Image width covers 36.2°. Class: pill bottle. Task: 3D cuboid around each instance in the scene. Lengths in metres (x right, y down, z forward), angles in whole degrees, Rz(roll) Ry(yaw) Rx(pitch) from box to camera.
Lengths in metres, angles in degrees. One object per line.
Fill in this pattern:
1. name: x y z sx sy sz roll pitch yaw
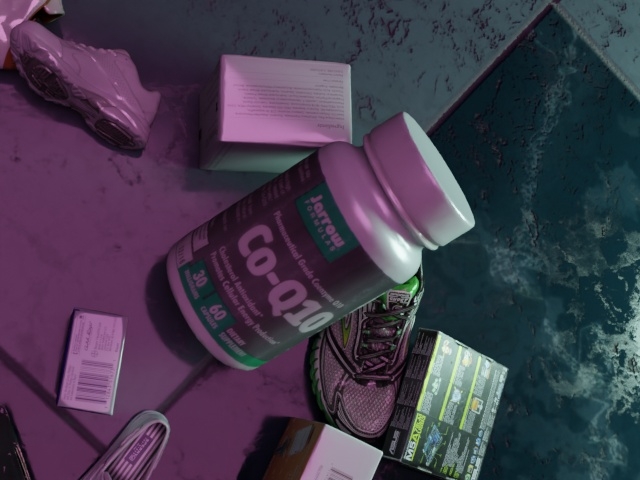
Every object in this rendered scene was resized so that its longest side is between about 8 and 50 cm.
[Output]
1. pill bottle: 0.000 0.000 1.264 0.361 0.204 0.204 -32 92 15

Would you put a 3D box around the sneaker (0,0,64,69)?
1. sneaker: -0.399 -0.370 1.339 0.123 0.106 0.290 16 90 -16

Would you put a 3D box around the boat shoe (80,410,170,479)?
1. boat shoe: -0.274 0.323 1.284 0.083 0.076 0.226 30 75 -10

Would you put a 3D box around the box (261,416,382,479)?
1. box: -0.007 0.317 1.313 0.091 0.170 0.130 28 76 -12

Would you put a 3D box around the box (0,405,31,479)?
1. box: -0.472 0.385 1.161 0.296 0.073 0.293 -18 76 -25

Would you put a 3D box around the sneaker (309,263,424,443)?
1. sneaker: 0.070 0.112 1.378 0.134 0.146 0.343 7 81 -15

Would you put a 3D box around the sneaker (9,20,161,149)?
1. sneaker: -0.315 -0.229 1.337 0.232 0.090 0.115 41 56 -33

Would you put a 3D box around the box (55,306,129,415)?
1. box: -0.297 0.157 1.268 0.072 0.137 0.126 11 79 -13

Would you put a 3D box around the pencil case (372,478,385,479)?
1. pencil case: 0.060 0.411 1.375 0.070 0.064 0.151 5 80 -32

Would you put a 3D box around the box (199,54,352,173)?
1. box: -0.067 -0.169 1.358 0.182 0.181 0.119 1 81 -16

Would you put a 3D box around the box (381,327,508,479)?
1. box: 0.182 0.243 1.404 0.184 0.045 0.190 28 74 -38
